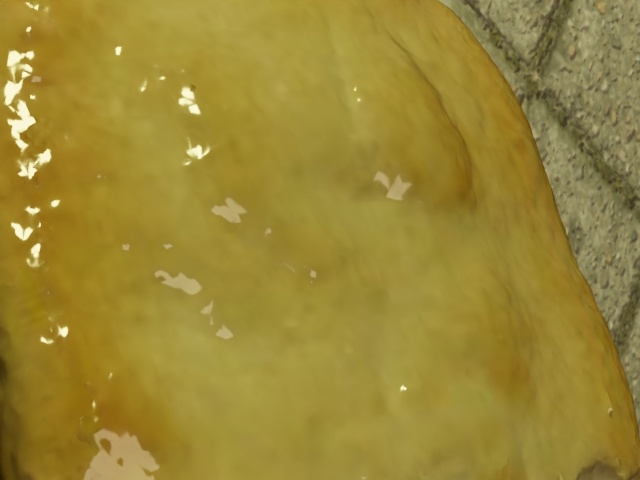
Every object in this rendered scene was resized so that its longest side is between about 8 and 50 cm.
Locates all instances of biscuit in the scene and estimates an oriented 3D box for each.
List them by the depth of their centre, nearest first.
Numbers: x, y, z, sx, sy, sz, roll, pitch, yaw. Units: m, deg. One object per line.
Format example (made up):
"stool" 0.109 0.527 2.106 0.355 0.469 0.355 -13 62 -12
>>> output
"biscuit" 0.001 0.000 1.000 0.429 0.104 0.446 4 64 -39
